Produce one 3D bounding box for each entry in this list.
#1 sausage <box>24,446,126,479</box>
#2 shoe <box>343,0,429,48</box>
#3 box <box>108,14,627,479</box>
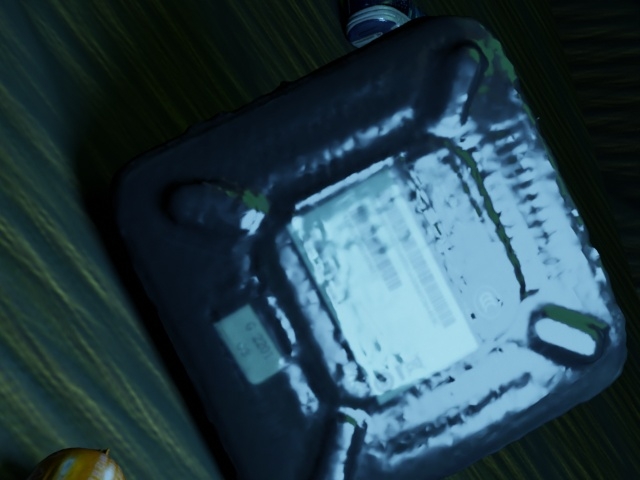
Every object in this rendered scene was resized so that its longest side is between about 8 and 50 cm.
[{"bbox_3d":[-0.161,0.193,0.839,0.071,0.071,0.234,57,22,-21],"label":"sausage"},{"bbox_3d":[0.094,-0.301,1.932,0.207,0.091,0.106,12,62,-60],"label":"shoe"},{"bbox_3d":[0.047,0.033,1.170,0.359,0.350,0.091,64,-13,-9],"label":"box"}]
